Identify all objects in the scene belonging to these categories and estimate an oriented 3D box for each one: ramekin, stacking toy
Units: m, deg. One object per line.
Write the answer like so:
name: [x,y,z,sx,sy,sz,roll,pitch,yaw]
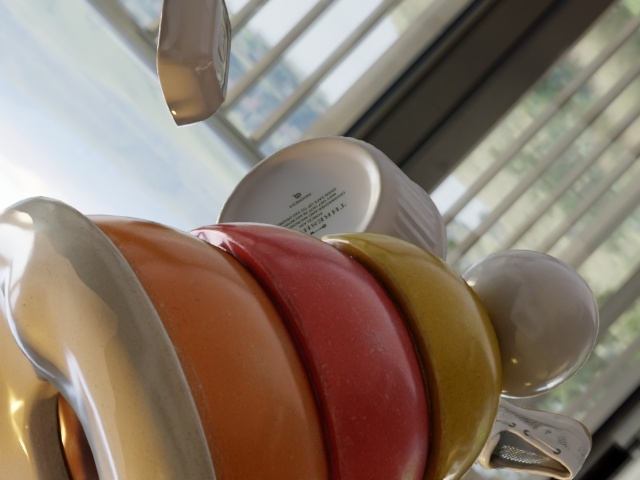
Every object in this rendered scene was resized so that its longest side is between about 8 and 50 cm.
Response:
ramekin: [0.000,0.000,1.531,0.273,0.273,0.127,43,171,46]
stacking toy: [0.006,0.104,0.972,0.350,0.480,0.350,27,124,50]

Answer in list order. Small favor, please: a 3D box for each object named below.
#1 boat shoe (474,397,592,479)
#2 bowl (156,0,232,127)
boat shoe: [0.255,0.292,1.977,0.277,0.096,0.098,8,126,24]
bowl: [-0.124,-0.199,1.354,0.053,0.142,0.142,1,156,6]
